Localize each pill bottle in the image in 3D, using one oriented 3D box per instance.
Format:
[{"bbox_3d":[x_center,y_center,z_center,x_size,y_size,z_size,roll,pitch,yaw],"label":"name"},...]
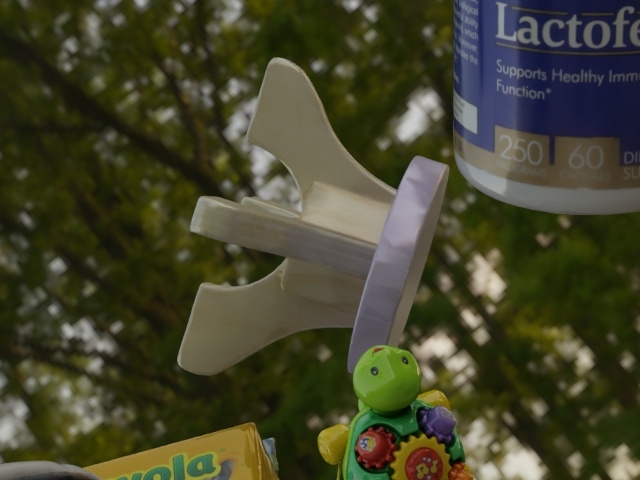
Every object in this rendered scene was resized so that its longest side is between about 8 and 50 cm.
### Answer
[{"bbox_3d":[0.148,-0.160,1.016,0.153,0.153,0.264,-22,-61,-41],"label":"pill bottle"}]

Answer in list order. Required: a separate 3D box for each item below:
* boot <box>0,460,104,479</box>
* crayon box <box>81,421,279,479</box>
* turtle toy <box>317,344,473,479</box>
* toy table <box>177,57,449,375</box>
[{"bbox_3d":[-0.130,0.176,1.027,0.123,0.095,0.258,-14,-20,42],"label":"boot"},{"bbox_3d":[-0.125,0.259,1.360,0.203,0.323,0.083,-16,-51,5],"label":"crayon box"},{"bbox_3d":[0.052,0.130,1.199,0.095,0.130,0.066,-19,4,-19],"label":"turtle toy"},{"bbox_3d":[0.000,0.000,1.435,0.274,0.161,0.252,72,-144,-79],"label":"toy table"}]
